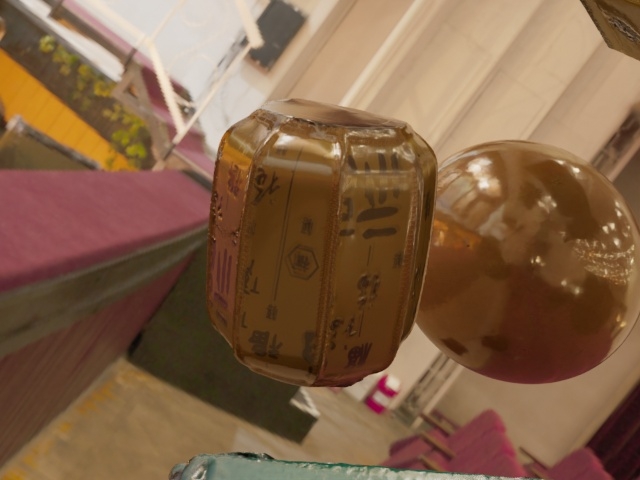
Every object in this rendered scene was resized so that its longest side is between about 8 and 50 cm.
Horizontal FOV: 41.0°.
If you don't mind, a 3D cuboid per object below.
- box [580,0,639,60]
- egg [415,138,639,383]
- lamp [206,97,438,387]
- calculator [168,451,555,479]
[{"bbox_3d":[0.400,-0.215,0.926,0.153,0.041,0.279,32,9,-45],"label":"box"},{"bbox_3d":[0.262,0.033,1.100,0.374,0.301,0.301,28,10,-40],"label":"egg"},{"bbox_3d":[0.000,0.000,0.608,0.161,0.185,0.161,8,16,-2],"label":"lamp"},{"bbox_3d":[0.005,0.234,0.465,0.274,0.248,0.058,-5,-44,22],"label":"calculator"}]
